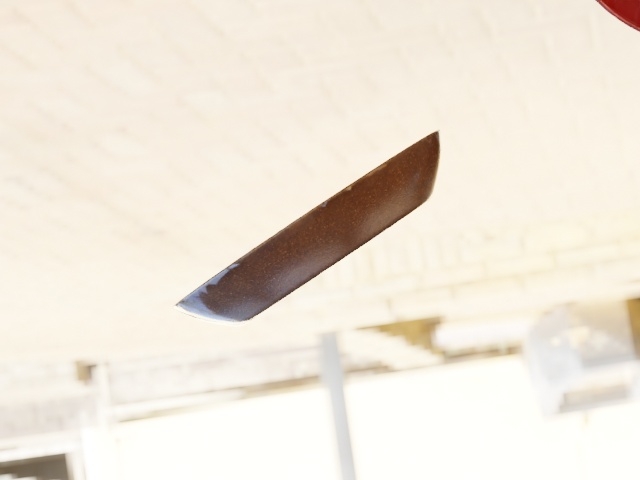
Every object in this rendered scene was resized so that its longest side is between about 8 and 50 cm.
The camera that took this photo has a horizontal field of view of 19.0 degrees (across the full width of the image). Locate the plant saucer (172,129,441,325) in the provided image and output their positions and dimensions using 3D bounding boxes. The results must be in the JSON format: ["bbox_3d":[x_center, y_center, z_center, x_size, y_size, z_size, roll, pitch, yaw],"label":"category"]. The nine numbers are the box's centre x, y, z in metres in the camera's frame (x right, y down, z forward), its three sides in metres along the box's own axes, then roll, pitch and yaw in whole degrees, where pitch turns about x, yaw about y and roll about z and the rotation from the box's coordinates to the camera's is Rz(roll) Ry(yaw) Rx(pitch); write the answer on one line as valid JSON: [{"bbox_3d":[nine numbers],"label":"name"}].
[{"bbox_3d":[0.000,0.000,1.179,0.199,0.036,0.198,-34,179,-1],"label":"plant saucer"}]

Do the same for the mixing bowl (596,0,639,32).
[{"bbox_3d":[0.225,-0.210,1.078,0.181,0.181,0.098,-10,-154,16],"label":"mixing bowl"}]
